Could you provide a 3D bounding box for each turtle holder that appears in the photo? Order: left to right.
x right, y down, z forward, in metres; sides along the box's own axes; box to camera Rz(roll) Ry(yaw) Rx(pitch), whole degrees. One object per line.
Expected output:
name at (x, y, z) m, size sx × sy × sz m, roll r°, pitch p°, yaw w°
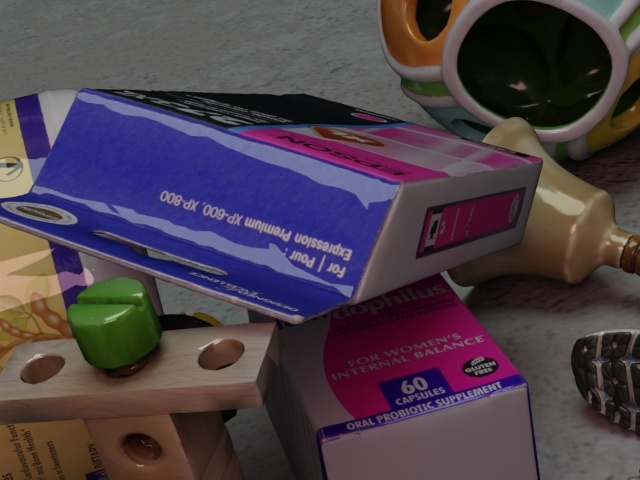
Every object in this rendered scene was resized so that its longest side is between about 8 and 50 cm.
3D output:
turtle holder at (0.194, -0.156, 1.171) m, size 0.243 × 0.320 × 0.227 m, roll -37°, pitch 17°, yaw 21°

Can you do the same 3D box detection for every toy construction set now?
toy construction set at (-0.043, 0.154, 0.569) m, size 0.309 × 0.237 × 0.257 m, roll 13°, pitch 34°, yaw 39°

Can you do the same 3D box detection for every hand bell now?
hand bell at (0.218, 0.011, 0.954) m, size 0.242 × 0.126 × 0.126 m, roll 21°, pitch 38°, yaw 29°

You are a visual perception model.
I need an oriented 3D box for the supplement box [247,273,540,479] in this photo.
supplement box at (0.034, 0.090, 0.818) m, size 0.111 × 0.114 × 0.220 m, roll -15°, pitch 24°, yaw -9°

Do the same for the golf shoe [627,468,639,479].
golf shoe at (0.226, 0.130, 0.731) m, size 0.186 × 0.067 × 0.086 m, roll -29°, pitch 55°, yaw -30°

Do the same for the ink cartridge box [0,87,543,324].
ink cartridge box at (-0.010, -0.031, 0.769) m, size 0.176 × 0.069 × 0.371 m, roll 18°, pitch 14°, yaw 19°

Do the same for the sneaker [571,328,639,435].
sneaker at (0.230, 0.079, 0.846) m, size 0.162 × 0.063 × 0.073 m, roll 5°, pitch 15°, yaw 16°

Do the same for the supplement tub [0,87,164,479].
supplement tub at (-0.264, 0.060, 0.843) m, size 0.331 × 0.241 × 0.241 m, roll -15°, pitch 26°, yaw -9°
